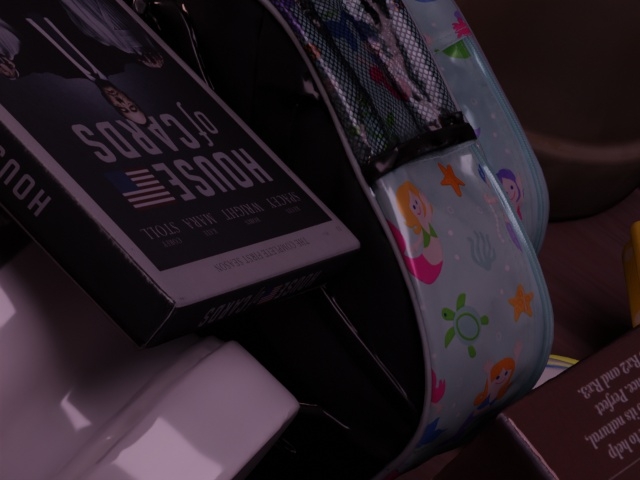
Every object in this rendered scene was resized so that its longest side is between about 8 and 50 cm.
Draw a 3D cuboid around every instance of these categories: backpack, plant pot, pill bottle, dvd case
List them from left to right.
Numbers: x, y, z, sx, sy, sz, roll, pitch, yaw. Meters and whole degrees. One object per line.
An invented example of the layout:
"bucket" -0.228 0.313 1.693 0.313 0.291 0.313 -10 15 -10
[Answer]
"pill bottle" -0.197 0.011 0.757 0.363 0.210 0.210 43 43 5
"dvd case" -0.104 -0.061 0.725 0.238 0.029 0.179 45 21 12
"backpack" 0.000 0.000 0.891 0.191 0.225 0.253 -14 73 -42
"plant pot" 0.164 -0.220 1.149 0.323 0.280 0.323 19 46 -21

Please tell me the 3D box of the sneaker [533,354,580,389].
"sneaker" 0.203 0.098 1.013 0.240 0.126 0.091 21 45 -19

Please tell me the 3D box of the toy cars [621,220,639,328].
"toy cars" 0.326 0.048 1.175 0.393 0.087 0.176 -15 61 -45

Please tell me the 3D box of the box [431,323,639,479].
"box" 0.131 0.168 0.849 0.168 0.203 0.167 -23 69 -44
